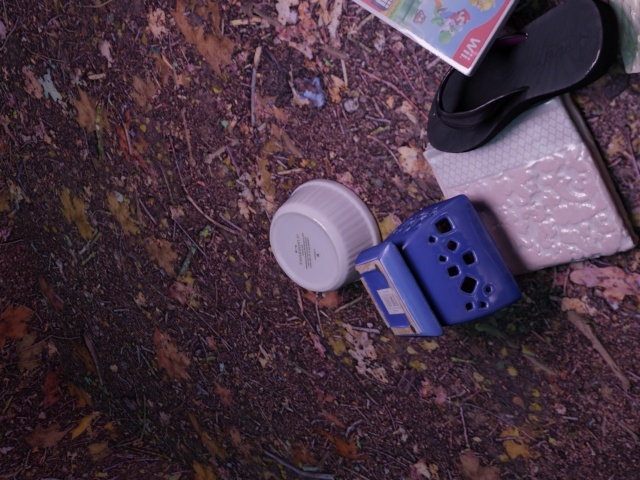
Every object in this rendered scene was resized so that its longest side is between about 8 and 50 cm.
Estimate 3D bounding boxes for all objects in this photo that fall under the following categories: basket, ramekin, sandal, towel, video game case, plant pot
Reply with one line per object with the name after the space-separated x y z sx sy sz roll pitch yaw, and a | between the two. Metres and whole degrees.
0.498 -0.337 1.050 0.113 0.103 0.167 -4 114 45 | basket
0.000 0.000 1.702 0.273 0.127 0.272 22 129 30 | ramekin
0.289 -0.275 1.206 0.446 0.107 0.167 -28 65 61 | sandal
0.381 -0.087 1.358 0.332 0.053 0.317 -18 103 48 | towel
0.191 -0.432 1.186 0.285 0.025 0.204 40 115 22 | video game case
0.214 0.068 1.428 0.236 0.212 0.236 61 164 0 | plant pot
